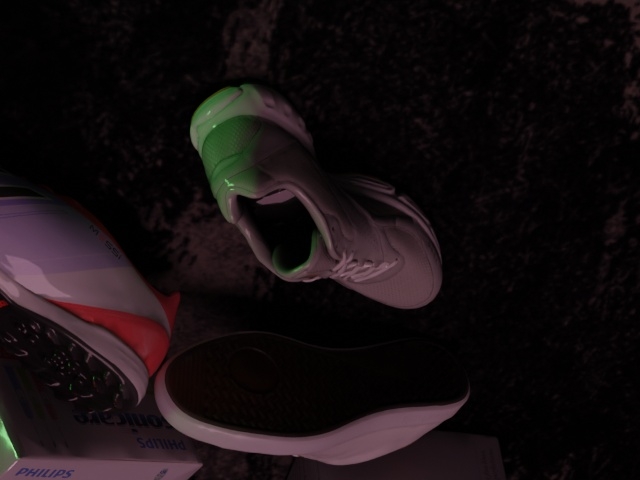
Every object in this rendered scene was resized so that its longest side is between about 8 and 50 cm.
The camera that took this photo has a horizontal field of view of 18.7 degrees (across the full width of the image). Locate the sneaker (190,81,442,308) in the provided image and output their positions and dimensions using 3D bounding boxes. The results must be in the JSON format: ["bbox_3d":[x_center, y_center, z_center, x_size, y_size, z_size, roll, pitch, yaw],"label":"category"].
[{"bbox_3d":[0.000,0.000,1.456,0.099,0.121,0.262,-34,131,26],"label":"sneaker"}]

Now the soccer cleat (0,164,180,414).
[{"bbox_3d":[-0.234,-0.006,1.448,0.318,0.116,0.109,45,140,-22],"label":"soccer cleat"}]

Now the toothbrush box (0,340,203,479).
[{"bbox_3d":[-0.270,0.214,1.577,0.283,0.122,0.206,-43,149,26],"label":"toothbrush box"}]

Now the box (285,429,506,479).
[{"bbox_3d":[0.069,0.267,1.700,0.182,0.181,0.119,7,135,-15],"label":"box"}]

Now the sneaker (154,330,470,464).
[{"bbox_3d":[-0.019,0.147,1.587,0.290,0.106,0.123,4,143,-35],"label":"sneaker"}]
